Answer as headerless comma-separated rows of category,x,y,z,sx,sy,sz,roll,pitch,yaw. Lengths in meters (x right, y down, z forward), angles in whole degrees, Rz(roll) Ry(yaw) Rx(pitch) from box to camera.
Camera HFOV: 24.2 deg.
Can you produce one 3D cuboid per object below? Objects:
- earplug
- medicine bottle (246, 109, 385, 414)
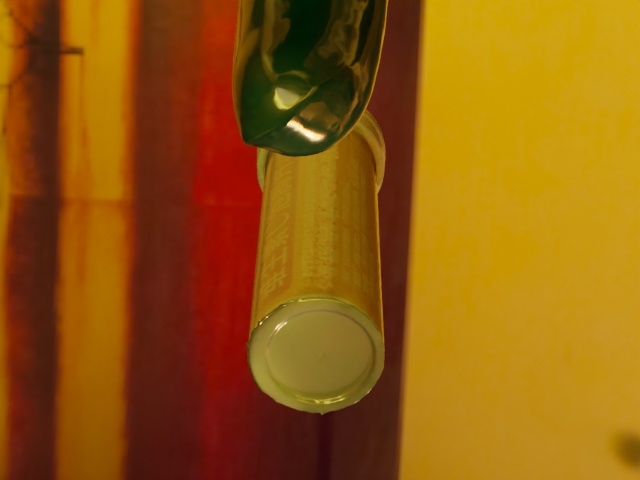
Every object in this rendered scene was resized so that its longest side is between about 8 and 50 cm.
earplug,-0.036,-0.199,0.506,0.280,0.164,0.257,31,-82,-40
medicine bottle,0.000,0.000,0.752,0.218,0.074,0.074,-90,-2,-62
